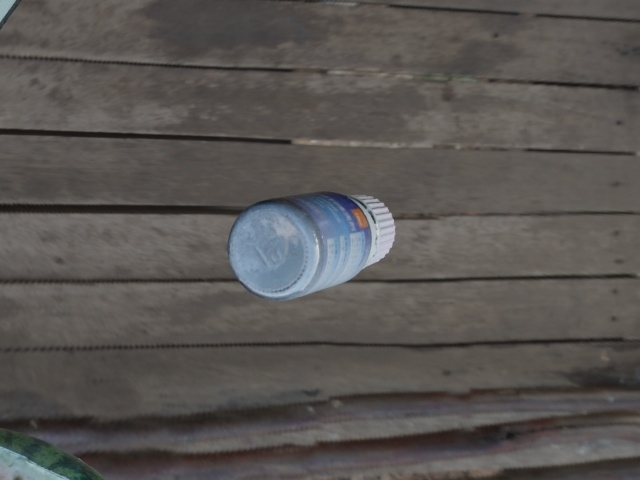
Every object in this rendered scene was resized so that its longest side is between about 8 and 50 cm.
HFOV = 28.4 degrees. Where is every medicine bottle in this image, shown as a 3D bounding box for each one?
[{"bbox_3d":[0.000,0.000,1.074,0.083,0.203,0.083,2,95,23],"label":"medicine bottle"}]

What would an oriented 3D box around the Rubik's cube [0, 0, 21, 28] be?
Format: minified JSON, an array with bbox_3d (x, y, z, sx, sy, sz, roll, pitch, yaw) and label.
[{"bbox_3d":[-0.287,-0.232,0.701,0.248,0.250,0.246,19,43,-1],"label":"Rubik's cube"}]

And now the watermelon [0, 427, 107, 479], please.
[{"bbox_3d":[-0.283,0.307,1.313,0.292,0.319,0.222,7,124,-10],"label":"watermelon"}]
